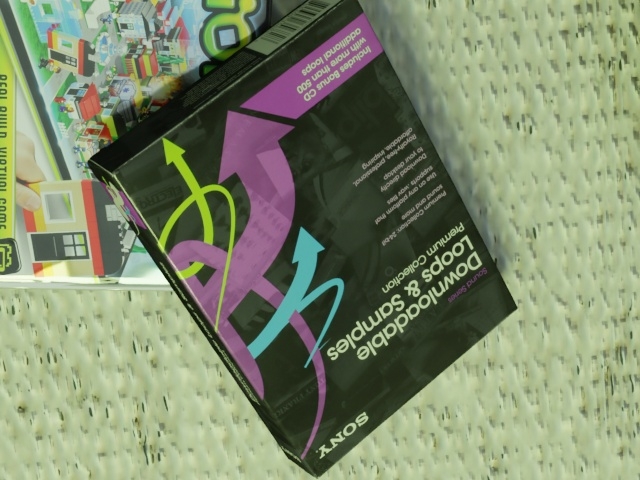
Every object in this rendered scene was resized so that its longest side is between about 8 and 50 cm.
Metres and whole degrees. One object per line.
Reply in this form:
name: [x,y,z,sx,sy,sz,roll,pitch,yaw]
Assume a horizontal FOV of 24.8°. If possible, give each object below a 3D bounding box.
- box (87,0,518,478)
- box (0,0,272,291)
box: [0.000,0.000,0.572,0.116,0.029,0.162,-39,121,-14]
box: [-0.076,-0.084,0.564,0.114,0.036,0.206,1,105,-9]
